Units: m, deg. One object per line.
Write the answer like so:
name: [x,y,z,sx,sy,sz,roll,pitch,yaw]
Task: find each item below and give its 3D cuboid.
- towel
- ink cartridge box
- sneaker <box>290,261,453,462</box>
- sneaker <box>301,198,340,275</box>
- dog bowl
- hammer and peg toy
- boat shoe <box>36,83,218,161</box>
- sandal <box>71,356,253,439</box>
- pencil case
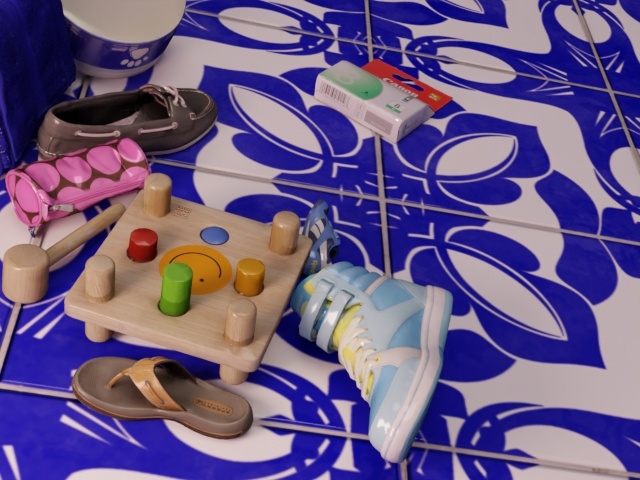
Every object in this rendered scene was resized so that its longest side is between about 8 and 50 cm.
towel: [-0.440,-0.262,1.617,0.076,0.228,0.308,5,37,4]
ink cartridge box: [0.122,-0.275,1.970,0.181,0.056,0.224,31,42,18]
sneaker: [0.046,0.142,1.378,0.208,0.127,0.319,20,29,2]
sneaker: [0.000,0.000,1.592,0.059,0.053,0.144,14,47,-1]
dog bowl: [-0.366,-0.412,1.847,0.265,0.104,0.265,14,58,-24]
hammer and peg toy: [-0.211,0.023,1.412,0.361,0.127,0.266,17,40,7]
boat shoe: [-0.285,-0.190,1.690,0.335,0.095,0.112,-25,53,-40]
sandal: [-0.184,0.178,1.302,0.219,0.060,0.090,17,38,2]
pencil case: [-0.334,-0.081,1.545,0.098,0.095,0.209,15,30,41]
